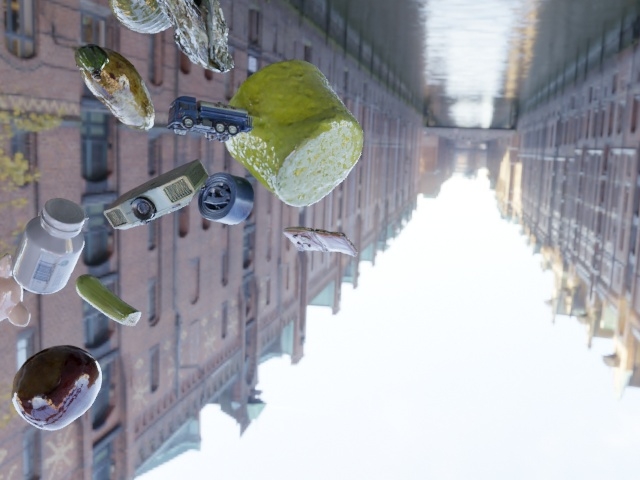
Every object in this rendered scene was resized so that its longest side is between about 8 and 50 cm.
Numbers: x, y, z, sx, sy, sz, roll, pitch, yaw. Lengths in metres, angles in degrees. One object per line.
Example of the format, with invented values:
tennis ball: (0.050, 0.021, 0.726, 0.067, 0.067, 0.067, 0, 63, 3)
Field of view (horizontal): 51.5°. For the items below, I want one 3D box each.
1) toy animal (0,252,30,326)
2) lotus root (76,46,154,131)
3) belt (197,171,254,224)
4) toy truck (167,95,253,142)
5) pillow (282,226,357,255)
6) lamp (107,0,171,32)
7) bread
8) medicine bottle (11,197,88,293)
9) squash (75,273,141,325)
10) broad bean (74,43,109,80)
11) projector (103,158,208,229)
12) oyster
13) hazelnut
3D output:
toy animal: (-1.060, 0.182, 2.028, 0.269, 0.237, 0.326, -12, -168, -8)
lotus root: (-0.431, -0.328, 1.454, 0.097, 0.110, 0.258, 12, 163, 19)
belt: (-0.271, -0.119, 1.894, 0.082, 0.142, 0.190, 15, 173, -44)
toy truck: (-0.258, -0.289, 1.580, 0.201, 0.088, 0.074, 5, 173, -29)
pillow: (0.000, 0.000, 2.061, 0.232, 0.043, 0.126, 6, 156, 34)
lamp: (-0.557, -0.774, 2.056, 0.250, 0.250, 0.284, 5, -172, 18)
bread: (-0.065, -0.291, 1.818, 0.348, 0.348, 0.308, -5, -140, -41)
medicine bottle: (-0.628, 0.010, 1.551, 0.135, 0.215, 0.135, 25, -150, -16)
squash: (-0.713, 0.196, 2.201, 0.250, 0.083, 0.083, 33, -164, 11)
broad bean: (-0.424, -0.334, 1.224, 0.046, 0.061, 0.195, -33, -153, 0)
projector: (-0.444, -0.115, 1.797, 0.269, 0.088, 0.193, -22, -160, 17)
oyster: (-0.313, -0.562, 1.720, 0.158, 0.351, 0.162, -32, -127, -2)
hazelnut: (-0.701, 0.391, 1.788, 0.229, 0.230, 0.229, 2, -172, 0)
